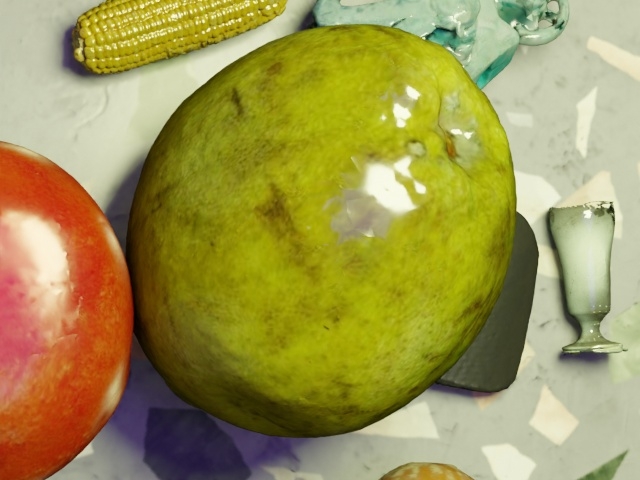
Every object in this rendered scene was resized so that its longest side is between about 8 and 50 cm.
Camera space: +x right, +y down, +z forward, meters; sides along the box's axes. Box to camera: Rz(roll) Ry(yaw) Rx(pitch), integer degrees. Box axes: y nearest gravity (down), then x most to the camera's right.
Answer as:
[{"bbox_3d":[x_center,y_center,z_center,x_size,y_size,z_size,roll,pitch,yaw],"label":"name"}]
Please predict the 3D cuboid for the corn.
[{"bbox_3d":[-0.132,-0.222,1.608,0.238,0.080,0.080,-22,91,-12],"label":"corn"}]

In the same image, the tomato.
[{"bbox_3d":[-0.316,0.064,1.430,0.289,0.293,0.325,-10,82,-18],"label":"tomato"}]

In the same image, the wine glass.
[{"bbox_3d":[0.275,0.039,1.693,0.072,0.072,0.155,-3,87,-14],"label":"wine glass"}]

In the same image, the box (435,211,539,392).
[{"bbox_3d":[0.116,0.042,1.665,0.212,0.042,0.201,14,82,-13],"label":"box"}]

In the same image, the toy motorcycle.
[{"bbox_3d":[0.105,-0.217,1.641,0.206,0.154,0.260,42,68,16],"label":"toy motorcycle"}]

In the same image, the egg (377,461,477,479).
[{"bbox_3d":[0.098,0.321,1.562,0.194,0.195,0.233,5,67,-14],"label":"egg"}]

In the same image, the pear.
[{"bbox_3d":[0.000,0.000,1.463,0.352,0.413,0.352,23,49,-29],"label":"pear"}]
